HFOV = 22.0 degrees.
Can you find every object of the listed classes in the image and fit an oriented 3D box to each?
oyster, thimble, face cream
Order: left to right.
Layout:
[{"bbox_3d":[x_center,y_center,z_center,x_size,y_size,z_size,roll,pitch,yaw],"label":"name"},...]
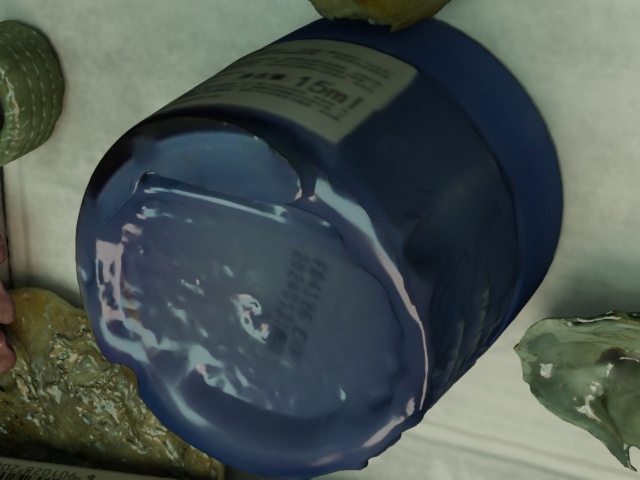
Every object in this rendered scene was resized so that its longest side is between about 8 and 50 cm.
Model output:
[{"bbox_3d":[-0.239,-0.104,1.221,0.084,0.062,0.110,27,122,18],"label":"thimble"},{"bbox_3d":[0.000,0.000,1.033,0.249,0.225,0.249,13,119,26],"label":"face cream"},{"bbox_3d":[0.248,0.086,1.013,0.199,0.087,0.252,45,134,-7],"label":"oyster"}]

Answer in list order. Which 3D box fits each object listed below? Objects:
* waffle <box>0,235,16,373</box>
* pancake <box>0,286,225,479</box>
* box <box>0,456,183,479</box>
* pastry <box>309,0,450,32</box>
[{"bbox_3d":[-0.328,0.013,1.315,0.221,0.055,0.234,-8,101,40],"label":"waffle"},{"bbox_3d":[-0.200,0.165,1.331,0.282,0.049,0.282,12,117,24],"label":"pancake"},{"bbox_3d":[-0.127,0.276,1.292,0.365,0.051,0.204,4,120,17],"label":"box"},{"bbox_3d":[0.032,-0.205,1.006,0.153,0.081,0.153,14,120,26],"label":"pastry"}]
